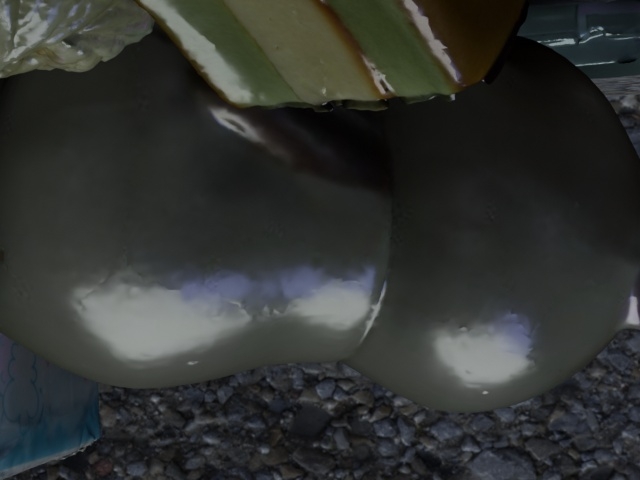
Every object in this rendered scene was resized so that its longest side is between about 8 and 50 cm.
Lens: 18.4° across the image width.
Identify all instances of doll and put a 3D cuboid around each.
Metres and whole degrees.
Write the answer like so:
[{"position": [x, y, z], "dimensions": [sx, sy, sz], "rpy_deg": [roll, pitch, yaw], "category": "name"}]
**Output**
[{"position": [-0.016, -0.027, 0.958], "dimensions": [0.370, 0.226, 0.215], "rpy_deg": [0, 168, -17], "category": "doll"}]

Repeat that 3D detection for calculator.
[{"position": [0.177, -0.137, 1.382], "dimensions": [0.141, 0.045, 0.246], "rpy_deg": [-3, -179, 20], "category": "calculator"}]

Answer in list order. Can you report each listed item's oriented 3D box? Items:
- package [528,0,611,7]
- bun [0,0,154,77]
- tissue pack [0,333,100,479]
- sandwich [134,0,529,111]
[{"position": [0.111, -0.134, 1.018], "dimensions": [0.173, 0.027, 0.171], "rpy_deg": [2, 177, -44], "category": "package"}, {"position": [-0.106, -0.092, 0.699], "dimensions": [0.115, 0.069, 0.115], "rpy_deg": [-3, -177, 0], "category": "bun"}, {"position": [-0.219, 0.006, 1.174], "dimensions": [0.124, 0.271, 0.201], "rpy_deg": [-4, -178, 14], "category": "tissue pack"}, {"position": [-0.015, -0.118, 0.421], "dimensions": [0.079, 0.113, 0.163], "rpy_deg": [-2, 147, 37], "category": "sandwich"}]
